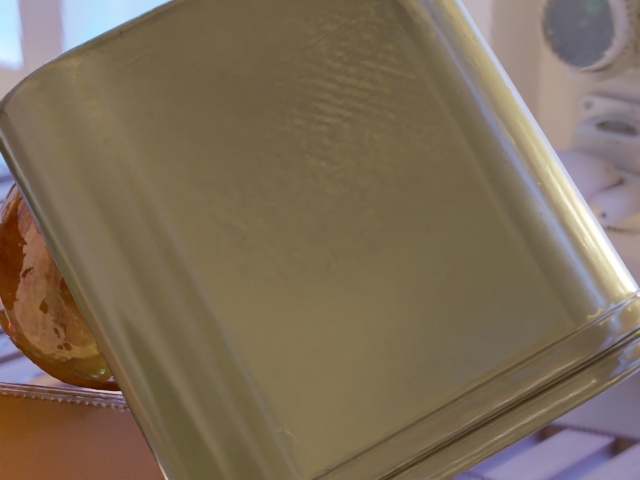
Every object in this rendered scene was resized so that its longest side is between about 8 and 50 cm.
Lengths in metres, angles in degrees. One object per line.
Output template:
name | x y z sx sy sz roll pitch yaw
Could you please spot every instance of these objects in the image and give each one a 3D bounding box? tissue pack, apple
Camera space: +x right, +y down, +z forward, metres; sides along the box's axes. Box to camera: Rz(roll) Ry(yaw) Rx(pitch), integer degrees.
tissue pack | -0.215 0.219 1.282 0.194 0.274 0.145 -35 -127 52
apple | -0.146 0.002 1.142 0.173 0.235 0.210 24 -56 46

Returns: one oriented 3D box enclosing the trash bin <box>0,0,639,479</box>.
trash bin | 0.000 0.000 0.698 0.247 0.243 0.121 60 -9 6
